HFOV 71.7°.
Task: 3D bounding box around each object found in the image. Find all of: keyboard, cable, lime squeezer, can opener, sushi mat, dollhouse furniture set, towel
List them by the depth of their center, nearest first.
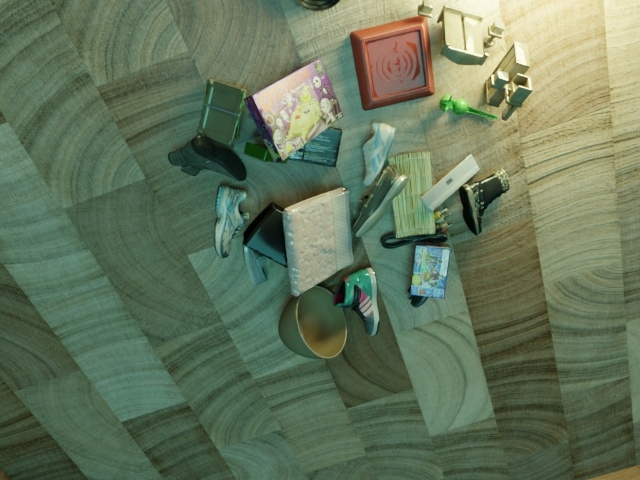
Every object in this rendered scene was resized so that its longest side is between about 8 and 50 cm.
[{"bbox_3d":[0.452,-0.556,1.409,0.356,0.303,0.174,12,150,-7],"label":"dollhouse furniture set"},{"bbox_3d":[-0.248,-0.405,1.511,0.302,0.151,0.197,23,107,18],"label":"dollhouse furniture set"},{"bbox_3d":[0.481,-0.464,1.520,0.310,0.110,0.058,2,99,-37],"label":"lime squeezer"},{"bbox_3d":[0.000,0.000,1.614,0.317,0.053,0.331,-26,122,-38],"label":"towel"},{"bbox_3d":[0.480,-0.210,1.638,0.256,0.014,0.072,-41,106,-5],"label":"keyboard"},{"bbox_3d":[0.341,-0.166,1.648,0.151,0.019,0.316,-5,106,10],"label":"sushi mat"},{"bbox_3d":[0.383,-0.026,1.745,0.287,0.072,0.139,-19,132,18],"label":"cable"},{"bbox_3d":[0.443,0.143,1.790,0.074,0.093,0.280,9,114,-48],"label":"can opener"}]

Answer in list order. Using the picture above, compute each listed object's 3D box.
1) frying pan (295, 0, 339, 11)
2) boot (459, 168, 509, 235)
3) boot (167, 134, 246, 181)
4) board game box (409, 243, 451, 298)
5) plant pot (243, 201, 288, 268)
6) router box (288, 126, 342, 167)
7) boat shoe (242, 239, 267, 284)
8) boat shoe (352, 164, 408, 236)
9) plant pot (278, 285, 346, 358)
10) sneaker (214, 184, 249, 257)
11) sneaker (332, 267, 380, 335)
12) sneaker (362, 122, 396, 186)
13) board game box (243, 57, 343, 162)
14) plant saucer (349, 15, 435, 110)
[{"bbox_3d":[-0.073,-0.802,1.355,0.326,0.053,0.197,-6,114,1],"label":"frying pan"},{"bbox_3d":[0.631,-0.142,1.677,0.179,0.085,0.236,-27,125,-3],"label":"boot"},{"bbox_3d":[-0.395,-0.268,1.559,0.161,0.083,0.246,-20,143,34],"label":"boot"},{"bbox_3d":[0.427,0.120,1.726,0.136,0.035,0.201,7,100,7],"label":"board game box"},{"bbox_3d":[-0.162,-0.032,1.629,0.187,0.188,0.167,29,99,-15],"label":"plant pot"},{"bbox_3d":[-0.021,-0.340,1.567,0.179,0.046,0.133,8,113,-7],"label":"router box"},{"bbox_3d":[-0.249,0.080,1.713,0.081,0.079,0.227,-13,132,-8],"label":"boat shoe"},{"bbox_3d":[0.203,-0.141,1.642,0.091,0.109,0.305,45,123,16],"label":"boat shoe"},{"bbox_3d":[-0.059,0.343,1.772,0.191,0.284,0.284,-25,116,37],"label":"plant pot"},{"bbox_3d":[-0.328,-0.060,1.640,0.122,0.110,0.283,4,114,-9],"label":"sneaker"},{"bbox_3d":[0.140,0.263,1.796,0.178,0.124,0.295,-9,107,-9],"label":"sneaker"},{"bbox_3d":[0.191,-0.305,1.583,0.092,0.087,0.228,21,111,5],"label":"sneaker"},{"bbox_3d":[-0.070,-0.416,1.398,0.056,0.347,0.208,-6,120,45],"label":"board game box"},{"bbox_3d":[0.248,-0.585,1.475,0.259,0.047,0.258,-12,114,3],"label":"plant saucer"}]
